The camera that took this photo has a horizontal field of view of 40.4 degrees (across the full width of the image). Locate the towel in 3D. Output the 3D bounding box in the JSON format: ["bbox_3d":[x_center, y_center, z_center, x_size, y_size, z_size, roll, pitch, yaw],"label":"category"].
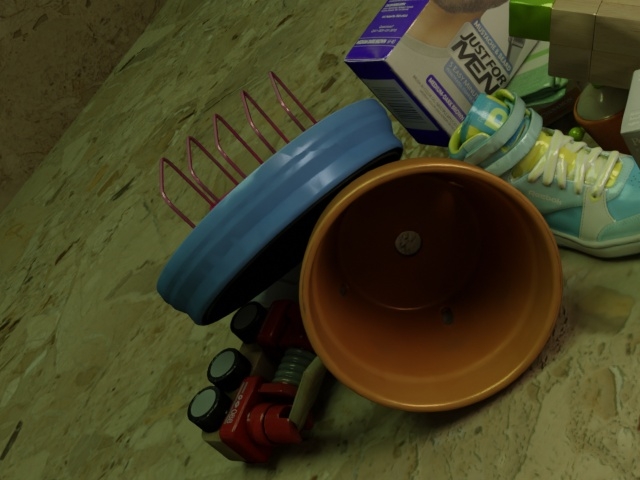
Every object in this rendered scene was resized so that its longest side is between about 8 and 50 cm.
[{"bbox_3d":[0.281,-0.299,1.324,0.248,0.038,0.325,-15,43,41],"label":"towel"}]

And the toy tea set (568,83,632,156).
[{"bbox_3d":[0.453,-0.237,1.093,0.200,0.124,0.336,3,54,51],"label":"toy tea set"}]

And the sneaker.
[{"bbox_3d":[0.281,-0.091,1.036,0.319,0.208,0.127,2,52,50],"label":"sneaker"}]

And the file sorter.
[{"bbox_3d":[-0.137,-0.146,1.617,0.290,0.182,0.202,-37,31,11],"label":"file sorter"}]

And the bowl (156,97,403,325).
[{"bbox_3d":[-0.044,-0.029,1.178,0.391,0.077,0.391,-41,-6,-6],"label":"bowl"}]

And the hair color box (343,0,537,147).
[{"bbox_3d":[0.208,-0.317,1.218,0.339,0.185,0.110,-55,32,-12],"label":"hair color box"}]

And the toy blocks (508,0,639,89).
[{"bbox_3d":[0.440,-0.284,0.998,0.381,0.191,0.261,14,54,22],"label":"toy blocks"}]

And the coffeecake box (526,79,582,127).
[{"bbox_3d":[0.302,-0.239,1.327,0.142,0.068,0.185,-32,33,18],"label":"coffeecake box"}]

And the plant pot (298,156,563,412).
[{"bbox_3d":[0.117,0.028,1.042,0.291,0.291,0.203,-39,15,9],"label":"plant pot"}]

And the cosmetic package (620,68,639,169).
[{"bbox_3d":[0.397,-0.065,0.838,0.127,0.238,0.107,-13,42,42],"label":"cosmetic package"}]

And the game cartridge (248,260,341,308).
[{"bbox_3d":[0.000,0.000,1.408,0.196,0.060,0.294,17,65,52],"label":"game cartridge"}]

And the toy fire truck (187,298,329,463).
[{"bbox_3d":[-0.039,0.173,1.143,0.246,0.158,0.217,-9,45,41],"label":"toy fire truck"}]
